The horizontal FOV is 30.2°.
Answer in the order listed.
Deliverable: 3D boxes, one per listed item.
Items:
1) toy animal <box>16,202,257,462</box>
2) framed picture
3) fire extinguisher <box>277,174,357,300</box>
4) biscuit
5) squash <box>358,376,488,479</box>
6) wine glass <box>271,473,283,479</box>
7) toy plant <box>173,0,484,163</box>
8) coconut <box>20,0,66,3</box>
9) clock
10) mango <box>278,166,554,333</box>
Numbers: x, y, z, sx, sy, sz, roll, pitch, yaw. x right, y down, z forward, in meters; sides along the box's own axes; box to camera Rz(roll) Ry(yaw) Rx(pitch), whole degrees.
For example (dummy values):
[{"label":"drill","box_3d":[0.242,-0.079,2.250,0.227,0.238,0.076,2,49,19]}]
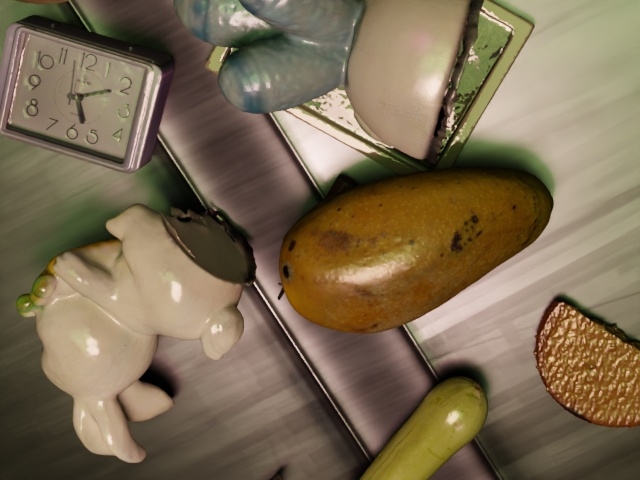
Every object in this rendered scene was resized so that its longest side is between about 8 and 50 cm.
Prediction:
[{"label":"toy animal","box_3d":[-0.226,0.100,1.445,0.247,0.183,0.310,42,106,-7]},{"label":"framed picture","box_3d":[0.055,-0.230,1.403,0.324,0.020,0.240,30,107,-3]},{"label":"fire extinguisher","box_3d":[0.000,0.000,1.474,0.049,0.035,0.173,17,112,-40]},{"label":"biscuit","box_3d":[0.348,0.167,1.488,0.206,0.025,0.126,35,106,-4]},{"label":"squash","box_3d":[0.121,0.271,1.511,0.083,0.083,0.250,38,106,-6]},{"label":"wine glass","box_3d":[-0.006,0.418,1.563,0.222,0.103,0.103,44,106,-10]},{"label":"toy plant","box_3d":[0.001,-0.231,1.287,0.332,0.247,0.247,14,107,4]},{"label":"coconut","box_3d":[-0.322,-0.358,1.302,0.224,0.224,0.224,2,107,5]},{"label":"clock","box_3d":[-0.285,-0.177,1.427,0.193,0.073,0.144,16,108,1]},{"label":"mango","box_3d":[0.114,0.005,1.387,0.330,0.176,0.175,-16,96,10]}]
